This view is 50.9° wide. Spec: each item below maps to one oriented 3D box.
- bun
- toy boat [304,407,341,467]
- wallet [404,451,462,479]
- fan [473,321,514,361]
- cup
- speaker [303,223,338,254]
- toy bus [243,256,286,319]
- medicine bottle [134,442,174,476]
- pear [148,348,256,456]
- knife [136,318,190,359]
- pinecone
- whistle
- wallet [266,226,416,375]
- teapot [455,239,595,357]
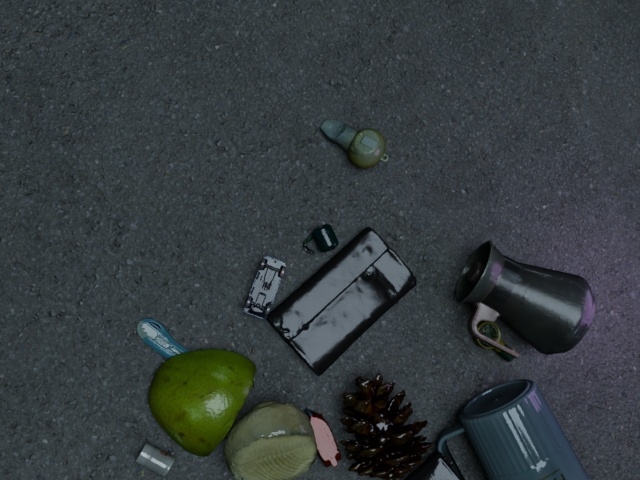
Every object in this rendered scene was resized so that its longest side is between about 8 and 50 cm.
[{"bbox_3d":[-0.136,0.524,1.770,0.260,0.259,0.152,-8,41,-10],"label":"bun"},{"bbox_3d":[0.000,0.545,1.867,0.069,0.059,0.172,-26,84,-16],"label":"toy boat"},{"bbox_3d":[0.293,0.724,1.887,0.250,0.044,0.149,-38,79,-2],"label":"wallet"},{"bbox_3d":[0.525,0.310,2.032,0.155,0.039,0.082,42,75,-8],"label":"fan"},{"bbox_3d":[0.542,0.592,1.924,0.257,0.331,0.311,-25,88,-49],"label":"cup"},{"bbox_3d":[-0.001,0.000,1.936,0.095,0.060,0.075,-24,90,20],"label":"speaker"},{"bbox_3d":[-0.158,0.129,1.866,0.073,0.076,0.167,23,81,-9],"label":"toy bus"},{"bbox_3d":[-0.432,0.573,1.756,0.089,0.057,0.057,32,77,-9],"label":"medicine bottle"},{"bbox_3d":[-0.326,0.404,1.754,0.239,0.139,0.288,30,84,-4],"label":"pear"},{"bbox_3d":[-0.399,0.288,1.809,0.222,0.031,0.064,38,77,-8],"label":"knife"},{"bbox_3d":[0.171,0.513,1.828,0.244,0.244,0.309,-15,76,-15],"label":"pinecone"},{"bbox_3d":[0.101,-0.285,1.976,0.223,0.123,0.122,30,77,13],"label":"whistle"},{"bbox_3d":[0.066,0.169,1.922,0.406,0.062,0.228,-42,94,-15],"label":"wallet"},{"bbox_3d":[0.584,0.184,1.964,0.344,0.253,0.300,26,77,-3],"label":"teapot"}]
